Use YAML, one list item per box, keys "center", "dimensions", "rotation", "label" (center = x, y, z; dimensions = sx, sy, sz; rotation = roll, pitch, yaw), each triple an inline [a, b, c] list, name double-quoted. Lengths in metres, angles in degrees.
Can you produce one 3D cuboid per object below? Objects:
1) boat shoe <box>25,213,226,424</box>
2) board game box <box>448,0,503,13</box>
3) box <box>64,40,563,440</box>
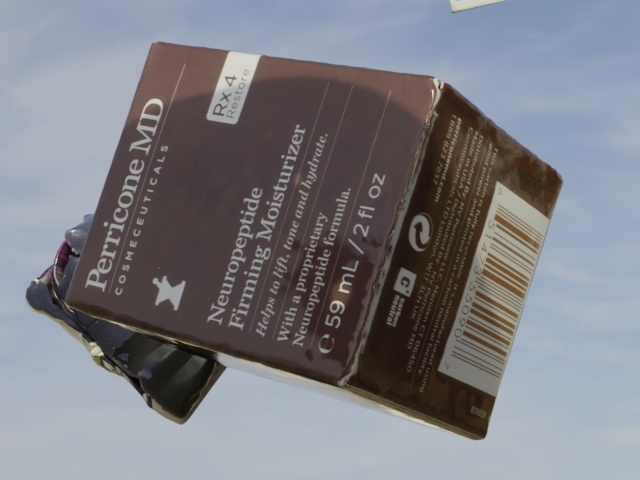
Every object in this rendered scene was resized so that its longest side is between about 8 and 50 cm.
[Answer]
- center: [-0.130, 0.041, 1.192]
  dimensions: [0.158, 0.127, 0.340]
  rotation: [37, 0, -1]
  label: "boat shoe"
- center: [0.133, -0.270, 1.030]
  dimensions: [0.144, 0.142, 0.275]
  rotation: [-13, 21, 6]
  label: "board game box"
- center: [0.000, 0.000, 0.857]
  dimensions: [0.203, 0.169, 0.167]
  rotation: [12, -9, 35]
  label: "box"
